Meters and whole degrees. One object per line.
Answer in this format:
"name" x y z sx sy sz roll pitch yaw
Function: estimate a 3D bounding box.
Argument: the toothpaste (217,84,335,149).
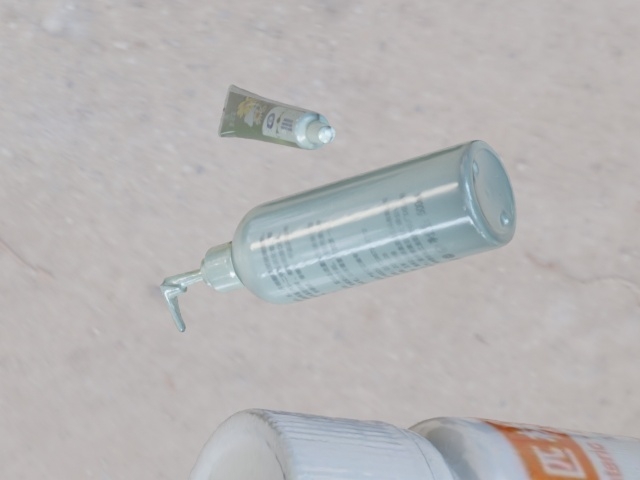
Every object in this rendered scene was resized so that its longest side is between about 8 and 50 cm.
"toothpaste" -0.040 -0.101 1.680 0.031 0.204 0.049 11 93 -29

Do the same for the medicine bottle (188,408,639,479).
"medicine bottle" 0.075 0.142 0.770 0.252 0.144 0.144 7 97 -24

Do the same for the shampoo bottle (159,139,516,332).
"shampoo bottle" 0.000 0.000 0.987 0.195 0.056 0.056 -15 110 28
